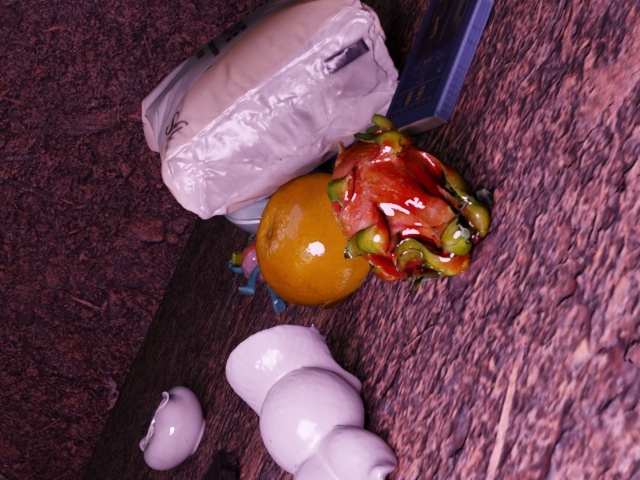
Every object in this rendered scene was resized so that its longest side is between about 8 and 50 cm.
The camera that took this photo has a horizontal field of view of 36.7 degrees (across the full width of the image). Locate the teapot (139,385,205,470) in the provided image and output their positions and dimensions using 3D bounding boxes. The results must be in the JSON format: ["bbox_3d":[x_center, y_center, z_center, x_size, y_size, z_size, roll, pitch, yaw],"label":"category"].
[{"bbox_3d":[-0.253,0.324,1.637,0.226,0.092,0.145,125,165,-48],"label":"teapot"}]

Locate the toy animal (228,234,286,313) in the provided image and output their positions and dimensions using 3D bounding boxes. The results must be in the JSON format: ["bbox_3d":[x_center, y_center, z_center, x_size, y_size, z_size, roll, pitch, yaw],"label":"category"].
[{"bbox_3d":[-0.091,0.035,1.460,0.103,0.100,0.208,-30,26,8],"label":"toy animal"}]

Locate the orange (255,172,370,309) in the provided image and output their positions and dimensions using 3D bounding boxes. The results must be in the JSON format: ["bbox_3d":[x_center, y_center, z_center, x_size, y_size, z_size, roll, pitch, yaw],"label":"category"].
[{"bbox_3d":[0.000,0.000,1.088,0.155,0.134,0.154,-16,72,59],"label":"orange"}]

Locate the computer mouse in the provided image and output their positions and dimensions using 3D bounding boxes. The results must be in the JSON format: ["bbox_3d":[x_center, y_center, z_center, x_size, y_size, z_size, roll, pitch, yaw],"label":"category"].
[{"bbox_3d":[-0.064,-0.052,1.410,0.288,0.160,0.097,-123,26,-68],"label":"computer mouse"}]

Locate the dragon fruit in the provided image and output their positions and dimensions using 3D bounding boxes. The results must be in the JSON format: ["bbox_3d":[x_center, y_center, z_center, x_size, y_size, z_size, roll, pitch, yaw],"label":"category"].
[{"bbox_3d":[0.083,-0.026,0.829,0.175,0.138,0.142,19,128,49],"label":"dragon fruit"}]

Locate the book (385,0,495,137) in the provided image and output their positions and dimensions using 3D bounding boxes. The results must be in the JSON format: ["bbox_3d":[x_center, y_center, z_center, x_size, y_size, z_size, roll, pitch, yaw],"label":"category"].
[{"bbox_3d":[0.150,-0.247,1.106,0.269,0.025,0.191,-68,13,-6],"label":"book"}]

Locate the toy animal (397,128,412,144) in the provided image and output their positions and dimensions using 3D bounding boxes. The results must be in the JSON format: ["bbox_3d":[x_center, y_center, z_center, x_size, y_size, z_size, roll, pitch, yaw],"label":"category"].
[{"bbox_3d":[0.083,-0.063,0.978,0.083,0.070,0.159,-63,18,9],"label":"toy animal"}]

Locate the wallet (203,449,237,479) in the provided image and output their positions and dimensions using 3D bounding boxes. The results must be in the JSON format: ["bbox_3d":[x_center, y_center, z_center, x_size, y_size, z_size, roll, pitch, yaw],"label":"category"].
[{"bbox_3d":[-0.180,0.435,1.248,0.309,0.042,0.165,-65,11,7],"label":"wallet"}]

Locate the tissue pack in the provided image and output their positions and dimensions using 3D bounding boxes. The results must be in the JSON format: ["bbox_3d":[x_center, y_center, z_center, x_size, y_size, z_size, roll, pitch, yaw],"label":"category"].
[{"bbox_3d":[-0.075,-0.209,1.338,0.390,0.195,0.375,-37,26,2],"label":"tissue pack"}]

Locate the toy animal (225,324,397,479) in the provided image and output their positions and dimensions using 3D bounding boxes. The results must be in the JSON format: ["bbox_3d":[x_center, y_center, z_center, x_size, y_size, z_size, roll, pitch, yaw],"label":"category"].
[{"bbox_3d":[0.006,0.182,0.854,0.104,0.131,0.220,-35,45,2],"label":"toy animal"}]
